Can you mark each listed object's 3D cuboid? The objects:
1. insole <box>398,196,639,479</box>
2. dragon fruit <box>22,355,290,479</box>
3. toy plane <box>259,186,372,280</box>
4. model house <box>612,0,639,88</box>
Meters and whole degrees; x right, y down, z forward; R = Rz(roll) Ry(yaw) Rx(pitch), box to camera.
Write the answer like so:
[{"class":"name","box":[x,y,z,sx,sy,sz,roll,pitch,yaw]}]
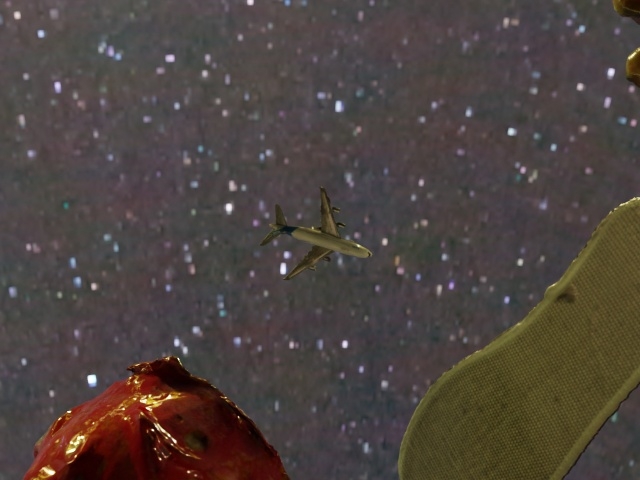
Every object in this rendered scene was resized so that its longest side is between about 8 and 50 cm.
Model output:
[{"class":"insole","box":[0.097,0.067,0.572,0.003,0.232,0.080,-8,-123,-38]},{"class":"dragon fruit","box":[-0.093,0.133,0.564,0.153,0.153,0.111,27,-163,24]},{"class":"toy plane","box":[-0.001,-0.001,0.930,0.084,0.078,0.024,13,-158,-24]},{"class":"model house","box":[0.366,-0.162,0.957,0.173,0.268,0.239,39,-140,-14]}]
